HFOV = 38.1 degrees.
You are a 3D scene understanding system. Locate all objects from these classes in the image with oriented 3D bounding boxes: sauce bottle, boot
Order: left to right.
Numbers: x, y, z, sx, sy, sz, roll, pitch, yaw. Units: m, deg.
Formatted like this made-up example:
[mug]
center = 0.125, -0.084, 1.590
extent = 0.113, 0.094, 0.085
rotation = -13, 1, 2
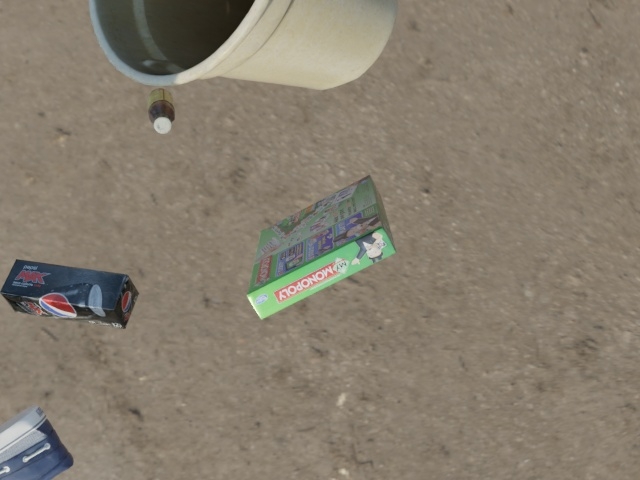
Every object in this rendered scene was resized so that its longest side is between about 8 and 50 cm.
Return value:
[boot]
center = -0.385, 0.278, 1.071
extent = 0.190, 0.069, 0.086
rotation = -33, 101, -6
[sauce bottle]
center = -0.239, -0.193, 1.390
extent = 0.042, 0.042, 0.128
rotation = -48, 23, 14

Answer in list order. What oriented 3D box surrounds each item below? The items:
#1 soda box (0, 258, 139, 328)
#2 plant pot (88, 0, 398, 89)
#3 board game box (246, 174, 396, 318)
[soda box]
center = -0.334, 0.071, 1.238
extent = 0.169, 0.053, 0.060
rotation = 6, 56, 14
[plant pot]
center = -0.071, -0.329, 1.186
extent = 0.334, 0.305, 0.334
rotation = -5, 81, 38
[board game box]
center = 0.000, 0.000, 1.419
extent = 0.213, 0.317, 0.046
rotation = -28, 105, 8
